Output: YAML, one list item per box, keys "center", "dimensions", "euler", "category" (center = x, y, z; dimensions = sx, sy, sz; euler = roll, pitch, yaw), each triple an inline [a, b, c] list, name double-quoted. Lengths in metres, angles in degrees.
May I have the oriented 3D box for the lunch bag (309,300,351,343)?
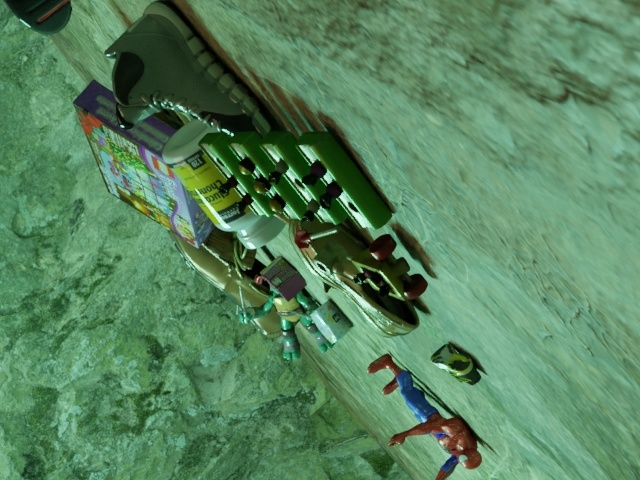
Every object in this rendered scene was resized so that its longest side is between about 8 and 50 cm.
- center: [0.019, 0.150, 1.995]
  dimensions: [0.071, 0.053, 0.083]
  euler: [51, -178, 5]
  category: "lunch bag"

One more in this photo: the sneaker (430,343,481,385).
- center: [0.153, 0.144, 1.242]
  dimensions: [0.035, 0.031, 0.083]
  euler: [52, 172, -19]
  category: "sneaker"

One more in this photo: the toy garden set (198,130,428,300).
- center: [-0.015, -0.020, 1.117]
  dimensions: [0.204, 0.049, 0.244]
  euler: [51, 158, -25]
  category: "toy garden set"

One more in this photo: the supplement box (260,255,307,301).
- center: [-0.072, 0.074, 2.146]
  dimensions: [0.043, 0.055, 0.083]
  euler: [53, 173, -36]
  category: "supplement box"

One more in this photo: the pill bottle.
- center: [-0.126, -0.079, 1.501]
  dimensions: [0.184, 0.103, 0.103]
  euler: [53, 172, -25]
  category: "pill bottle"

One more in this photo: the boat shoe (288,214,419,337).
- center: [0.046, 0.033, 1.250]
  dimensions: [0.190, 0.068, 0.072]
  euler: [43, 161, -11]
  category: "boat shoe"

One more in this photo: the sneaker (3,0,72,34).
- center: [-0.503, -0.488, 1.784]
  dimensions: [0.314, 0.116, 0.136]
  euler: [61, 179, -24]
  category: "sneaker"

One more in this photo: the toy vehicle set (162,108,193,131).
- center: [-0.176, -0.159, 1.662]
  dimensions: [0.166, 0.035, 0.267]
  euler: [53, 172, -24]
  category: "toy vehicle set"

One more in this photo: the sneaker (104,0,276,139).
- center: [-0.155, -0.147, 1.222]
  dimensions: [0.229, 0.132, 0.086]
  euler: [49, 173, 9]
  category: "sneaker"

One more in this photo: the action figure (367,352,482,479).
- center: [0.143, 0.299, 1.708]
  dimensions: [0.091, 0.139, 0.280]
  euler: [53, 170, -34]
  category: "action figure"

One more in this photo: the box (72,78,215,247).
- center: [-0.277, -0.116, 1.760]
  dimensions: [0.201, 0.057, 0.293]
  euler: [31, 159, 14]
  category: "box"

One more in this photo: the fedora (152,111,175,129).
- center: [-0.273, -0.170, 1.837]
  dimensions: [0.194, 0.079, 0.194]
  euler: [32, 160, 14]
  category: "fedora"

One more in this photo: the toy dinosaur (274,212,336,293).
- center: [0.000, 0.000, 1.391]
  dimensions: [0.211, 0.064, 0.112]
  euler: [17, 134, 63]
  category: "toy dinosaur"

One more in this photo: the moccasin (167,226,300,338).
- center: [-0.176, 0.046, 2.330]
  dimensions: [0.380, 0.147, 0.139]
  euler: [47, -160, -10]
  category: "moccasin"

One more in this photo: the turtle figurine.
- center: [-0.064, 0.146, 2.253]
  dimensions: [0.175, 0.118, 0.234]
  euler: [-3, 136, 27]
  category: "turtle figurine"
